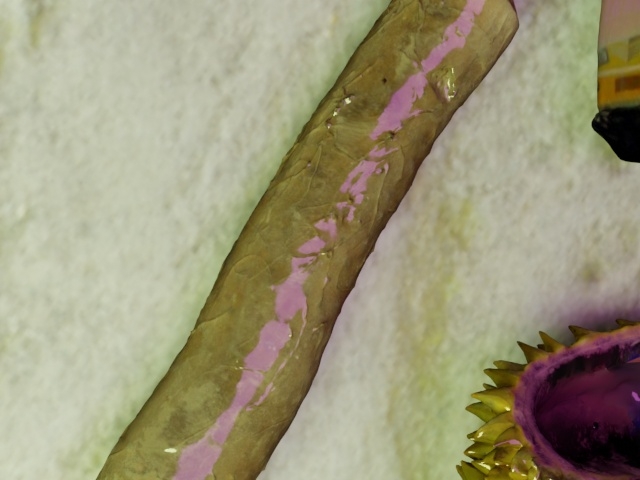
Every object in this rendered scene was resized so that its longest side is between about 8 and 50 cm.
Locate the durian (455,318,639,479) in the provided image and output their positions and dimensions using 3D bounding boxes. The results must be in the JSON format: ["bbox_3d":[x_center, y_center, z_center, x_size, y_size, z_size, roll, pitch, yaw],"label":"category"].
[{"bbox_3d":[0.177,0.141,1.052,0.260,0.154,0.187,12,113,-29],"label":"durian"}]

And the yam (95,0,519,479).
[{"bbox_3d":[0.000,0.000,0.985,0.081,0.081,0.357,34,84,-22],"label":"yam"}]

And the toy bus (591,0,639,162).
[{"bbox_3d":[0.340,-0.132,1.075,0.386,0.171,0.162,-2,86,-23],"label":"toy bus"}]
